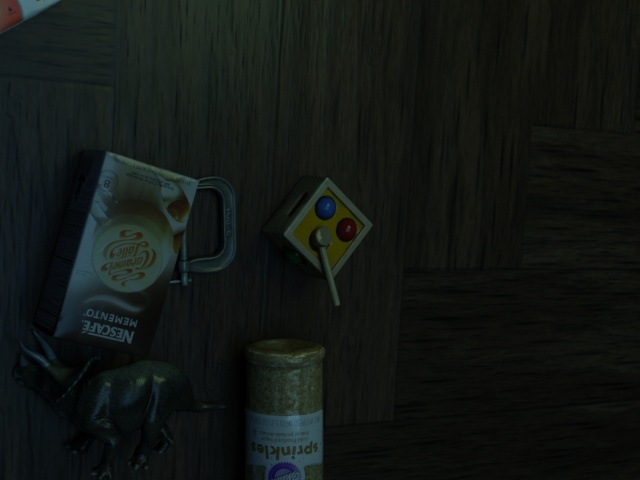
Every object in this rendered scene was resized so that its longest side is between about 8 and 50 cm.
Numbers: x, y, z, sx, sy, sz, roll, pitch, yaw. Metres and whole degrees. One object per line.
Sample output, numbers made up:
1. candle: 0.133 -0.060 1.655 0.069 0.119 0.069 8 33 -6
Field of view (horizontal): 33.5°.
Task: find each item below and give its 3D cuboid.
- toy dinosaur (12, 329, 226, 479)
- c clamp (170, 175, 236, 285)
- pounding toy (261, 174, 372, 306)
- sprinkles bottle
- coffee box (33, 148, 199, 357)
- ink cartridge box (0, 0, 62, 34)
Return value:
1. toy dinosaur: -0.251 0.221 1.429 0.314 0.121 0.160 4 107 -28
2. c clamp: -0.177 -0.013 1.503 0.137 0.022 0.160 1 95 -31
3. pounding toy: 0.000 0.000 1.566 0.130 0.100 0.141 45 73 -27
4. sprinkles bottle: -0.054 0.327 1.560 0.121 0.121 0.355 -3 97 -31
5. coffee box: -0.269 0.017 1.405 0.141 0.098 0.246 17 87 -31
6. ink cartridge box: -0.420 -0.344 1.305 0.145 0.045 0.179 -36 115 -24
